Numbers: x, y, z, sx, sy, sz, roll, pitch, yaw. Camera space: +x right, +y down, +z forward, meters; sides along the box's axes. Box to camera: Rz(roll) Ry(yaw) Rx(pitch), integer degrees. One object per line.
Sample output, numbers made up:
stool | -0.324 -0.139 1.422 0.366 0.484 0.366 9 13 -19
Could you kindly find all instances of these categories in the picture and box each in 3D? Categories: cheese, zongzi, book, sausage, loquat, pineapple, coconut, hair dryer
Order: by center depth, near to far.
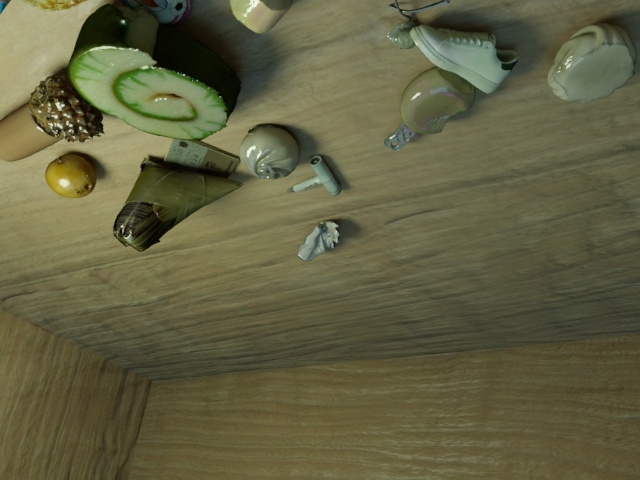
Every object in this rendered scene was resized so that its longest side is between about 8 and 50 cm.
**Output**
coconut | -0.117 -0.502 1.028 0.116 0.116 0.122 27 146 -30
cheese | -0.377 -0.504 1.101 0.155 0.062 0.244 25 142 -31
cheese | 0.262 -0.322 1.294 0.163 0.082 0.286 18 147 -19
pineapple | -0.640 -0.329 1.309 0.166 0.166 0.193 -14 155 26
sausage | -0.820 -0.301 1.406 0.253 0.123 0.123 -16 141 29
zongzi | -0.419 -0.090 1.496 0.318 0.289 0.154 8 151 11
book | -0.363 -0.246 1.533 0.199 0.016 0.138 19 144 -22
loquat | -0.764 -0.195 1.546 0.141 0.141 0.141 3 147 2
hair dryer | -0.047 -0.186 1.570 0.183 0.044 0.155 -8 143 24

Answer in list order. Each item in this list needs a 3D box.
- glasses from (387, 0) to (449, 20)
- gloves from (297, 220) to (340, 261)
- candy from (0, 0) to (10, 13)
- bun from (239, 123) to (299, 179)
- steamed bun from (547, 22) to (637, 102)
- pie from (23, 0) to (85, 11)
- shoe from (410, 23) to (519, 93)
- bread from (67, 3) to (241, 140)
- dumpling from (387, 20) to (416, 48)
glasses | 0.189 -0.496 1.050 0.140 0.062 0.103 16 146 -15
gloves | -0.003 -0.003 1.790 0.119 0.097 0.229 12 150 -34
candy | -0.657 -0.600 0.954 0.157 0.100 0.306 24 141 -26
bun | -0.146 -0.235 1.434 0.173 0.119 0.172 4 149 2
steamed bun | 0.600 -0.395 1.118 0.183 0.106 0.182 0 147 0
pie | -0.514 -0.535 0.991 0.205 0.084 0.179 -19 -179 6
shoe | 0.325 -0.429 1.117 0.265 0.095 0.110 19 139 -30
bread | -0.383 -0.381 1.177 0.367 0.129 0.382 5 160 8
dumpling | 0.189 -0.460 1.125 0.077 0.043 0.059 20 122 -17
